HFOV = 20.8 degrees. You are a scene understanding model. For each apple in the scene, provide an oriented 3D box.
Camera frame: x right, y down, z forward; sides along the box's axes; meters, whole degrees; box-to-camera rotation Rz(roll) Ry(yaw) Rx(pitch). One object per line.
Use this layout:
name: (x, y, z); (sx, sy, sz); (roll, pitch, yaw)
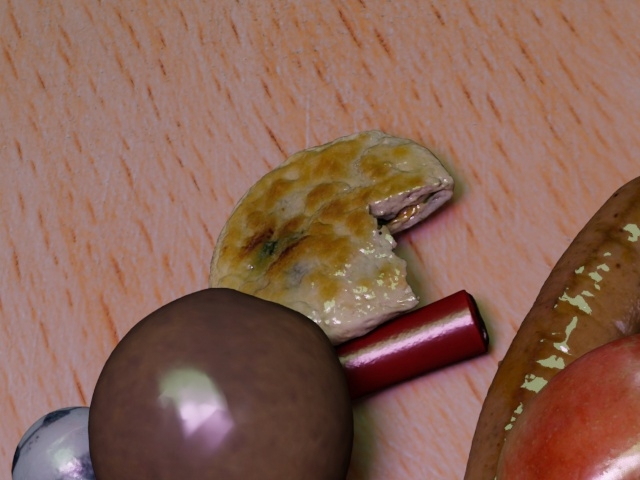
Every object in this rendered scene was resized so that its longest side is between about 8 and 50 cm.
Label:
apple: (0.328, 0.249, 1.672); (0.319, 0.319, 0.277); (-26, 18, 4)

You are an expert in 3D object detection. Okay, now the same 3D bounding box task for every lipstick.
lipstick: (0.073, 0.131, 1.997); (0.241, 0.080, 0.080); (-21, 55, 6)

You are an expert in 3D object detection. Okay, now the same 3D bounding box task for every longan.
longan: (-0.104, 0.197, 1.860); (0.297, 0.297, 0.297); (-9, 57, 15)

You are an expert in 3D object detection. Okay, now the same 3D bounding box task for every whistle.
whistle: (-0.251, 0.243, 2.000); (0.289, 0.163, 0.163); (-41, 55, -7)

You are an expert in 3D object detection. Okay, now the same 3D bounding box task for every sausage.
sausage: (0.271, 0.134, 1.898); (0.136, 0.123, 0.501); (30, 71, 3)

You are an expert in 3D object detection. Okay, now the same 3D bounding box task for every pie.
pie: (0.000, 0.000, 2.076); (0.337, 0.075, 0.337); (-17, 42, 15)
